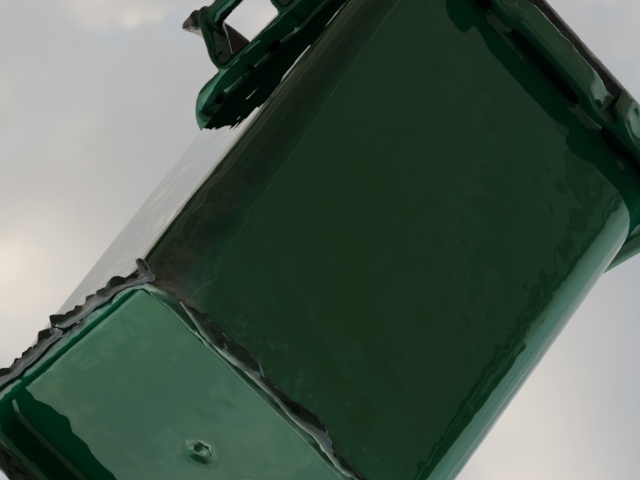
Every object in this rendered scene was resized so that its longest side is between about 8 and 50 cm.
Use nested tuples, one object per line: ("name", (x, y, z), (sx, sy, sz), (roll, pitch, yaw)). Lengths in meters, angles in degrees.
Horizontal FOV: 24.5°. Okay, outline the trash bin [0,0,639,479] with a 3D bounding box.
("trash bin", (0.000, 0.000, 0.822), (0.259, 0.295, 0.381), (-37, -170, 41))
